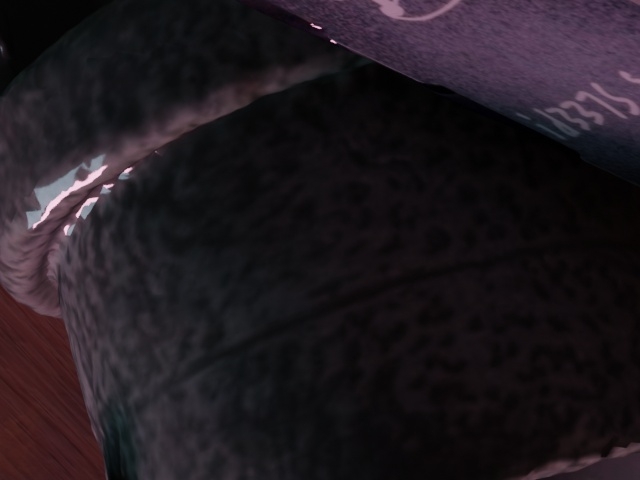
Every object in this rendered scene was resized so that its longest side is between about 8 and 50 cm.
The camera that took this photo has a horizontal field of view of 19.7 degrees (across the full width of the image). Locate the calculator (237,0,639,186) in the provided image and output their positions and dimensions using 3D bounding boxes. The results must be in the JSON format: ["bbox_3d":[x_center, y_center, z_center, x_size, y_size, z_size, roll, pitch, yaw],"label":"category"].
[{"bbox_3d":[0.048,-0.070,0.523,0.274,0.028,0.165,23,168,-16],"label":"calculator"}]

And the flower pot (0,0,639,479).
[{"bbox_3d":[0.000,0.000,0.740,0.299,0.299,0.283,49,-158,-72],"label":"flower pot"}]
